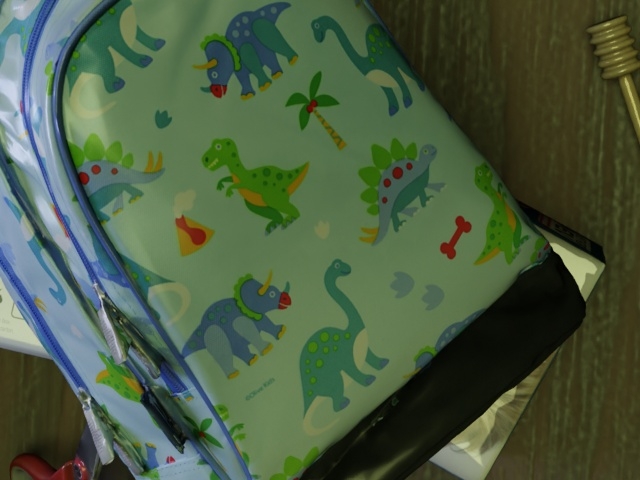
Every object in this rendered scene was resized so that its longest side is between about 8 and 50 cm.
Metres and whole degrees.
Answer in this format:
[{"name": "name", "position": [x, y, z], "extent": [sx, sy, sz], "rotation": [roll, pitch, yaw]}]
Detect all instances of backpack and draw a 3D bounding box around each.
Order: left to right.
[{"name": "backpack", "position": [-0.046, -0.021, 0.944], "extent": [0.290, 0.273, 0.355], "rotation": [-37, 88, -16]}]

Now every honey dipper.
[{"name": "honey dipper", "position": [0.216, -0.072, 1.147], "extent": [0.030, 0.030, 0.161], "rotation": [-17, 96, 10]}]

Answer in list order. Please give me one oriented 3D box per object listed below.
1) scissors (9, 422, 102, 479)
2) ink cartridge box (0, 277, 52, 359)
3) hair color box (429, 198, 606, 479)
[{"name": "scissors", "position": [-0.152, 0.165, 1.125], "extent": [0.021, 0.297, 0.109], "rotation": [-18, 78, -30]}, {"name": "ink cartridge box", "position": [-0.237, -0.097, 1.076], "extent": [0.303, 0.072, 0.307], "rotation": [12, 83, 5]}, {"name": "hair color box", "position": [0.000, 0.000, 1.146], "extent": [0.347, 0.105, 0.174], "rotation": [29, 98, 4]}]
